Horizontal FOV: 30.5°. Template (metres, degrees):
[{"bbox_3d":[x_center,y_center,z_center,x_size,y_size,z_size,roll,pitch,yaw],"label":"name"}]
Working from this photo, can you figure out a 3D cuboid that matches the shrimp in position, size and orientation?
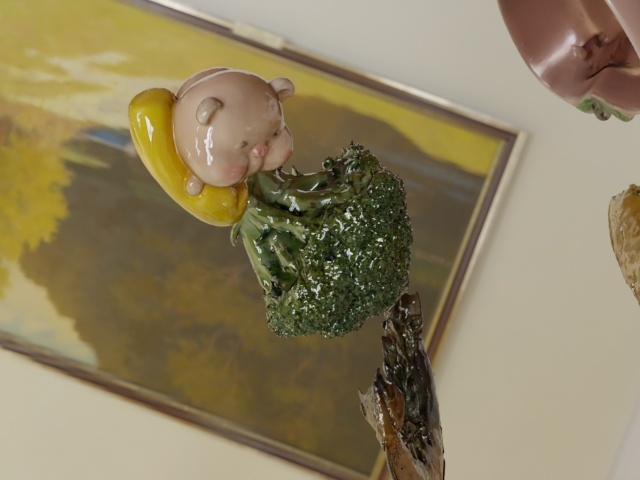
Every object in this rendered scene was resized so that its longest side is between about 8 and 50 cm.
[{"bbox_3d":[0.089,0.167,1.322,0.054,0.290,0.222,-12,153,17],"label":"shrimp"}]

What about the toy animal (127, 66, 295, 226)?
[{"bbox_3d":[-0.048,-0.061,0.679,0.082,0.091,0.114,-23,-174,27],"label":"toy animal"}]

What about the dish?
[{"bbox_3d":[0.264,-0.215,1.111,0.213,0.090,0.213,49,168,14],"label":"dish"}]

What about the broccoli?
[{"bbox_3d":[0.000,0.000,0.836,0.138,0.146,0.162,36,-177,-6],"label":"broccoli"}]

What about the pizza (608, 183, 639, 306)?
[{"bbox_3d":[0.390,0.048,0.721,0.435,0.080,0.392,-9,-149,22],"label":"pizza"}]
